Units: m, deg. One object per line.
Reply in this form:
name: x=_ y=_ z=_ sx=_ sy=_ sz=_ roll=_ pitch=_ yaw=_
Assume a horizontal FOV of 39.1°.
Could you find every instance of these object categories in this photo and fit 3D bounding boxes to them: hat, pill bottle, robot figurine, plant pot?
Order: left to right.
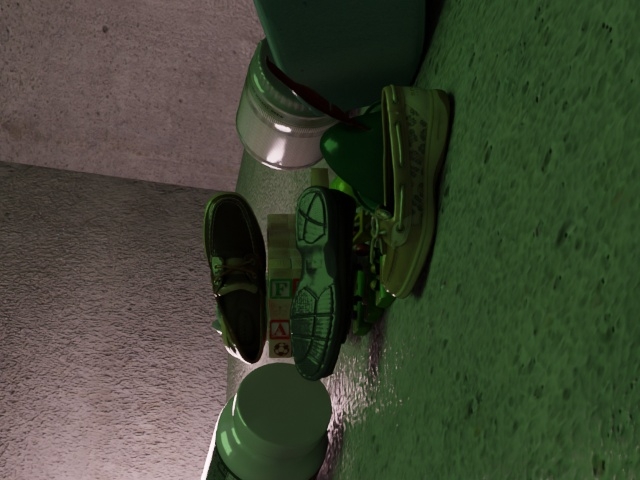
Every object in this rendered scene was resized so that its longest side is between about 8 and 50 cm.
pill bottle: x=-0.102 y=0.400 z=1.686 sx=0.363 sy=0.210 sz=0.210 roll=109 pitch=165 yaw=-47
hat: x=0.019 y=-0.136 z=1.296 sx=0.208 sy=0.183 sz=0.173 roll=44 pitch=121 yaw=48
plant pot: x=0.032 y=-0.343 z=1.397 sx=0.247 sy=0.247 sz=0.252 roll=-101 pitch=-1 yaw=-50
robot figurine: x=0.053 y=-0.088 z=1.576 sx=0.115 sy=0.067 sz=0.101 roll=157 pitch=128 yaw=-78

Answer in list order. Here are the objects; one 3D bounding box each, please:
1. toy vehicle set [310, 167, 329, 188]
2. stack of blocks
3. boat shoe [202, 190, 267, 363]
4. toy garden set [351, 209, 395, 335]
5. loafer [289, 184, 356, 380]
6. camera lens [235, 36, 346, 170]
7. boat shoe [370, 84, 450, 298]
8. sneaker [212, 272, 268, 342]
toy vehicle set: x=0.000 y=0.000 z=1.812 sx=0.267 sy=0.035 sz=0.166 roll=-94 pitch=6 yaw=-47
stack of blocks: x=-0.062 y=0.083 z=1.788 sx=0.297 sy=0.087 sz=0.171 roll=-98 pitch=9 yaw=-64
boat shoe: x=-0.158 y=0.076 z=1.768 sx=0.123 sy=0.123 sz=0.342 roll=-145 pitch=51 yaw=-77
toy garden set: x=0.079 y=0.014 z=1.418 sx=0.244 sy=0.049 sz=0.204 roll=117 pitch=158 yaw=-61
loafer: x=0.018 y=0.067 z=1.415 sx=0.109 sy=0.095 sz=0.303 roll=-1 pitch=87 yaw=48
camera lens: x=-0.053 y=-0.290 z=1.869 sx=0.274 sy=0.219 sz=0.220 roll=118 pitch=157 yaw=-62
boat shoe: x=0.106 y=-0.065 z=1.216 sx=0.104 sy=0.089 sz=0.285 roll=-148 pitch=65 yaw=-78
sneaker: x=-0.129 y=0.121 z=2.016 sx=0.366 sy=0.210 sz=0.137 roll=-107 pitch=27 yaw=-66
